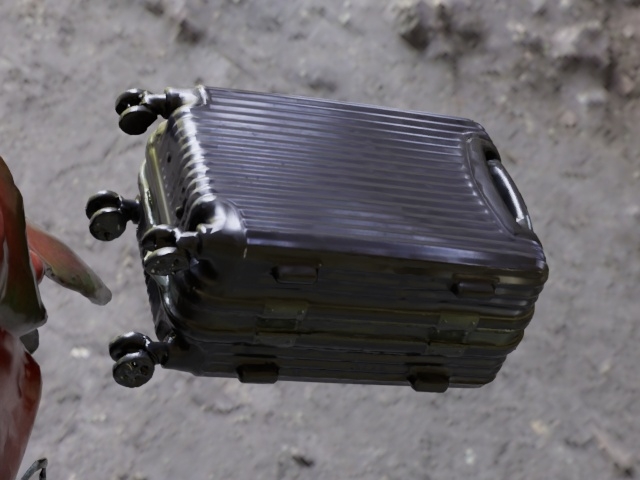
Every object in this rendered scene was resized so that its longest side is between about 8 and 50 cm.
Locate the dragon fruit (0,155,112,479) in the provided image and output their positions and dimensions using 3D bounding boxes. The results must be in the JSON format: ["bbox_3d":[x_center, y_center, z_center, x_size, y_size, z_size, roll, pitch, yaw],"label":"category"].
[{"bbox_3d":[-0.160,0.028,0.398,0.274,0.192,0.193,62,10,-49],"label":"dragon fruit"}]

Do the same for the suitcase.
[{"bbox_3d":[0.000,0.000,0.464,0.126,0.059,0.086,5,41,-21],"label":"suitcase"}]
